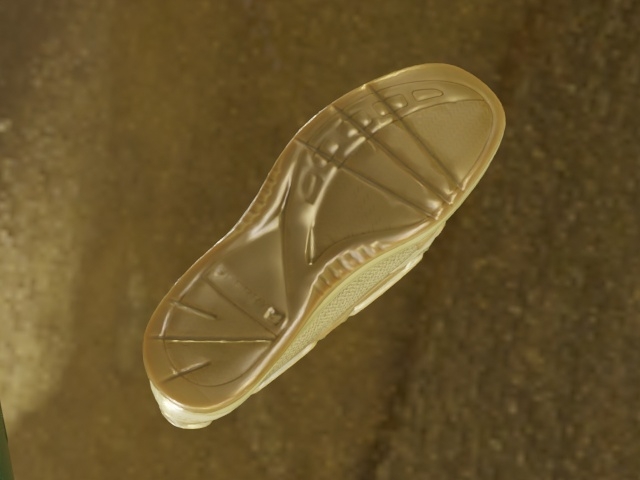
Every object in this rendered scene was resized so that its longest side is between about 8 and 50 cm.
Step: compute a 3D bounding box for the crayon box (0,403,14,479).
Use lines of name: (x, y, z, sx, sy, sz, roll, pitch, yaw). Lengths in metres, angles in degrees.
crayon box: (-0.317, 0.005, 0.690, 0.106, 0.363, 0.313, 86, 169, -58)

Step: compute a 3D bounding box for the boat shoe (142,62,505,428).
boat shoe: (0.001, 0.002, 0.624, 0.153, 0.056, 0.048, -48, -10, -16)
